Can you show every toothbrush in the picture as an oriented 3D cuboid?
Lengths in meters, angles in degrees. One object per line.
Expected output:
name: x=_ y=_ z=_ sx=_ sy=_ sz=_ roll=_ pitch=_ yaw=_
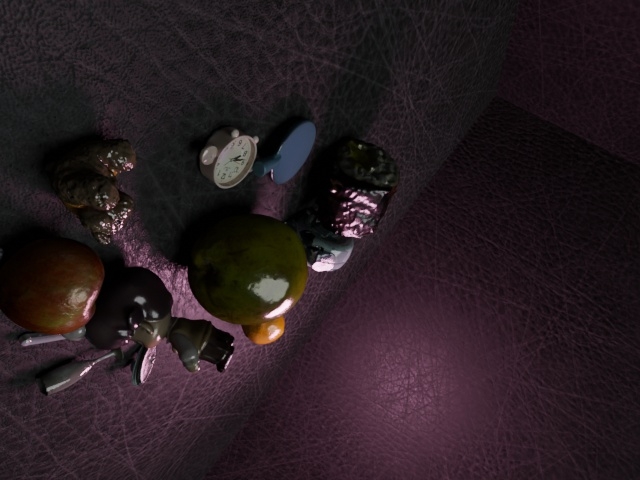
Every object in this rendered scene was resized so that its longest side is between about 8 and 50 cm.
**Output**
toothbrush: x=-0.597 y=0.235 z=1.052 sx=0.030 sy=0.025 sz=0.342 roll=-53 pitch=161 yaw=7

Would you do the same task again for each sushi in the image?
sushi: x=0.131 y=-0.188 z=1.554 sx=0.299 sy=0.282 sz=0.294 roll=-62 pitch=176 yaw=-47

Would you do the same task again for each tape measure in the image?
tape measure: x=0.000 y=0.000 z=1.630 sx=0.275 sy=0.256 sz=0.147 roll=-18 pitch=145 yaw=-50

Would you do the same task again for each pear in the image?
pear: x=-0.208 y=0.093 z=1.252 sx=0.413 sy=0.352 sz=0.351 roll=6 pitch=119 yaw=-56

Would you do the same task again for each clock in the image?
clock: x=-0.235 y=-0.215 z=1.044 sx=0.155 sy=0.063 sz=0.229 roll=-61 pitch=163 yaw=16

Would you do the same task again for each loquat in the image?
loquat: x=-0.250 y=0.368 z=1.797 sx=0.176 sy=0.187 sz=0.234 roll=-59 pitch=172 yaw=-19

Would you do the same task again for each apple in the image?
apple: x=-0.503 y=0.090 z=0.772 sx=0.195 sy=0.173 sz=0.160 roll=-58 pitch=177 yaw=31

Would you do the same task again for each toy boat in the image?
toy boat: x=-0.576 y=0.395 z=1.312 sx=0.059 sy=0.066 sz=0.139 roll=29 pitch=69 yaw=-59

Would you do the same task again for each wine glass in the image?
wine glass: x=-0.634 y=0.340 z=1.088 sx=0.198 sy=0.066 sz=0.066 roll=-25 pitch=146 yaw=-53

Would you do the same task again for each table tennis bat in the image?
table tennis bat: x=-0.102 y=-0.257 z=1.231 sx=0.329 sy=0.044 sz=0.215 roll=-44 pitch=163 yaw=-55

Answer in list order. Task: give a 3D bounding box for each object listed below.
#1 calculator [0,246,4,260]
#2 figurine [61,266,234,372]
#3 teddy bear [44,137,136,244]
calculator: x=-0.667 y=0.081 z=0.637 sx=0.165 sy=0.028 sz=0.274 roll=-57 pitch=158 yaw=21
figurine: x=-0.407 y=0.221 z=1.021 sx=0.206 sy=0.365 sz=0.218 roll=-42 pitch=-161 yaw=15
teddy bear: x=-0.418 y=-0.086 z=0.765 sx=0.140 sy=0.177 sz=0.190 roll=0 pitch=142 yaw=-7
